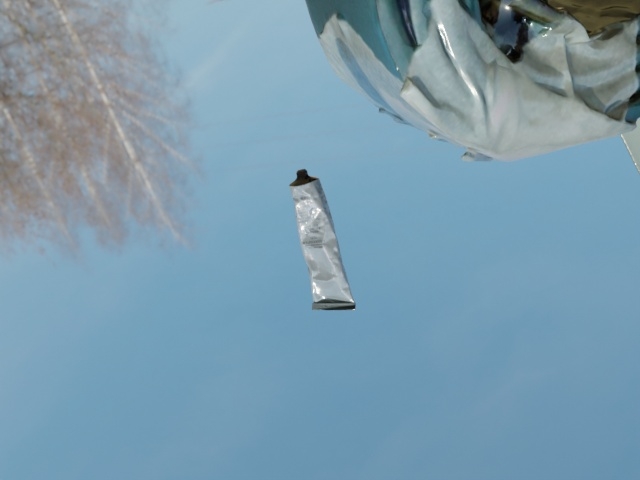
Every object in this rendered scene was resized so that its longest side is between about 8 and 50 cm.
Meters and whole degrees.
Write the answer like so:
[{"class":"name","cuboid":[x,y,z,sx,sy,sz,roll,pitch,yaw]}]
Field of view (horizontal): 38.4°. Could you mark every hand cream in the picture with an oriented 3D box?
[{"class":"hand cream","cuboid":[0.000,0.000,0.579,0.030,0.093,0.019,-7,-164,24]}]

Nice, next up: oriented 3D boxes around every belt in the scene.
[{"class":"belt","cuboid":[0.170,-0.263,0.608,0.436,0.300,0.173,-59,-153,9]}]

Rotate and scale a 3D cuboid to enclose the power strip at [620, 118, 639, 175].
[{"class":"power strip","cuboid":[0.456,-0.114,1.119,0.145,0.215,0.061,-24,-152,25]}]
